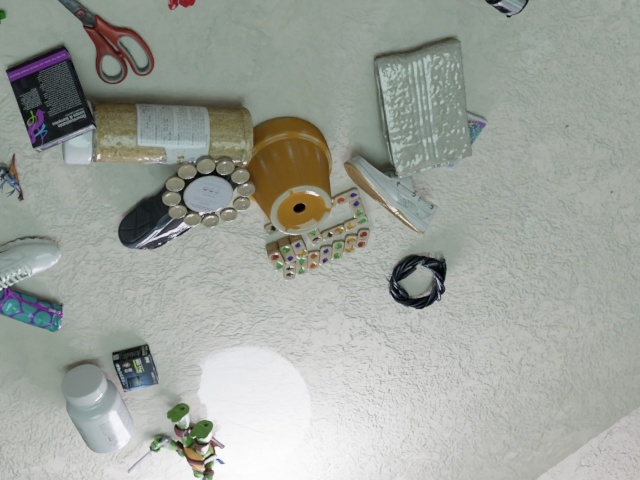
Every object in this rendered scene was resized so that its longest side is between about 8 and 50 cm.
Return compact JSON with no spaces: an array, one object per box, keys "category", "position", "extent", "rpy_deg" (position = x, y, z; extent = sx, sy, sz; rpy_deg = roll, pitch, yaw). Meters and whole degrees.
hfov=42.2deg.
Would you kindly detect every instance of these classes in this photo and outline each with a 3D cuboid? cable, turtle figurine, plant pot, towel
[{"category":"cable","position":[0.249,0.116,2.140],"extent":[0.150,0.047,0.184],"rpy_deg":[-7,133,-13]},{"category":"turtle figurine","position":[-0.378,0.594,2.245],"extent":[0.275,0.198,0.266],"rpy_deg":[-9,129,-17]},{"category":"plant pot","position":[-0.061,-0.119,1.718],"extent":[0.205,0.188,0.205],"rpy_deg":[-10,133,-11]},{"category":"towel","position":[0.221,-0.276,1.754],"extent":[0.187,0.049,0.282],"rpy_deg":[-16,123,-7]}]

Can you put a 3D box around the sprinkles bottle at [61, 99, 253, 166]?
[{"category":"sprinkles bottle","position":[-0.312,-0.204,1.598],"extent":[0.355,0.121,0.121],"rpy_deg":[-1,131,-19]}]

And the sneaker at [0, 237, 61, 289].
[{"category":"sneaker","position":[-0.660,0.064,1.735],"extent":[0.235,0.095,0.090],"rpy_deg":[-14,132,-9]}]

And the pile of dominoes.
[{"category":"pile of dominoes","position":[0.000,0.000,1.951],"extent":[0.251,0.040,0.196],"rpy_deg":[-23,134,2]}]

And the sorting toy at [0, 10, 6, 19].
[{"category":"sorting toy","position":[-0.561,-0.479,1.299],"extent":[0.126,0.127,0.365],"rpy_deg":[-32,145,-33]}]

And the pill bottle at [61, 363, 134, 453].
[{"category":"pill bottle","position":[-0.557,0.416,2.064],"extent":[0.131,0.131,0.229],"rpy_deg":[-16,134,-6]}]

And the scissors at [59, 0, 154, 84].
[{"category":"scissors","position":[-0.403,-0.396,1.466],"extent":[0.109,0.021,0.297],"rpy_deg":[-24,133,6]}]

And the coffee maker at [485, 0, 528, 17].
[{"category":"coffee maker","position":[0.320,-0.522,1.538],"extent":[0.178,0.120,0.171],"rpy_deg":[10,126,-28]}]

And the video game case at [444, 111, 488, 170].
[{"category":"video game case","position":[0.274,-0.234,1.853],"extent":[0.157,0.019,0.143],"rpy_deg":[15,124,-29]}]

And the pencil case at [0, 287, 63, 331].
[{"category":"pencil case","position":[-0.646,0.151,1.838],"extent":[0.152,0.064,0.070],"rpy_deg":[27,133,-37]}]

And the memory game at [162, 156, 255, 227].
[{"category":"memory game","position":[-0.222,-0.094,1.649],"extent":[0.186,0.012,0.186],"rpy_deg":[-10,137,-9]}]

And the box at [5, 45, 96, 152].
[{"category":"box","position":[-0.480,-0.251,1.479],"extent":[0.116,0.162,0.029],"rpy_deg":[-22,169,1]}]

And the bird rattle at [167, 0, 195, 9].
[{"category":"bird rattle","position":[-0.155,-0.491,1.400],"extent":[0.207,0.143,0.253],"rpy_deg":[-1,136,-41]}]

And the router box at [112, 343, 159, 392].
[{"category":"router box","position":[-0.461,0.321,2.076],"extent":[0.092,0.038,0.122],"rpy_deg":[-14,134,-8]}]

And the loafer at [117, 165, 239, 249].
[{"category":"loafer","position":[-0.288,-0.072,1.756],"extent":[0.302,0.109,0.095],"rpy_deg":[-30,153,16]}]

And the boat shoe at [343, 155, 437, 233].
[{"category":"boat shoe","position":[0.164,-0.123,1.872],"extent":[0.277,0.098,0.096],"rpy_deg":[37,88,-37]}]

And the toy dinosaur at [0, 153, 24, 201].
[{"category":"toy dinosaur","position":[-0.602,-0.113,1.635],"extent":[0.090,0.047,0.082],"rpy_deg":[-41,150,4]}]
